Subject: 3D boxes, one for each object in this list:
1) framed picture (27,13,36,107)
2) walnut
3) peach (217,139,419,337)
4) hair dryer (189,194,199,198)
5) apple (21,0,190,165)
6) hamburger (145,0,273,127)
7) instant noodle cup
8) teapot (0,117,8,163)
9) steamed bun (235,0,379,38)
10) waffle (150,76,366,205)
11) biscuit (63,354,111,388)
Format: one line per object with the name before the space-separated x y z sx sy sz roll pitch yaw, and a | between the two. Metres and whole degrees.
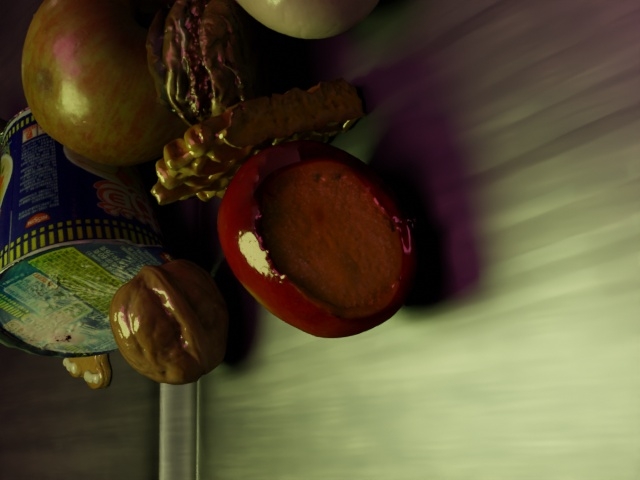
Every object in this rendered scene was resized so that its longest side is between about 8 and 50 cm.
framed picture | -0.487 -0.305 1.948 0.150 0.015 0.203 13 99 53
walnut | -0.195 0.108 1.423 0.149 0.166 0.166 -13 78 61
peach | 0.000 0.000 1.136 0.226 0.190 0.196 35 111 46
hair dryer | -0.148 -0.094 1.472 0.114 0.037 0.063 -9 83 46
apple | -0.272 -0.222 1.457 0.264 0.264 0.264 -3 86 53
hamburger | -0.130 -0.214 1.321 0.130 0.206 0.183 -3 90 11
instant noodle cup | -0.351 -0.033 1.571 0.284 0.284 0.312 -51 42 39
teapot | -0.582 -0.147 1.992 0.146 0.116 0.148 16 98 42
steamed bun | -0.025 -0.311 1.211 0.228 0.177 0.130 48 158 30
waffle | -0.095 -0.100 1.241 0.219 0.229 0.057 -33 79 51
biscuit | -0.378 0.116 1.770 0.158 0.035 0.240 5 93 51
